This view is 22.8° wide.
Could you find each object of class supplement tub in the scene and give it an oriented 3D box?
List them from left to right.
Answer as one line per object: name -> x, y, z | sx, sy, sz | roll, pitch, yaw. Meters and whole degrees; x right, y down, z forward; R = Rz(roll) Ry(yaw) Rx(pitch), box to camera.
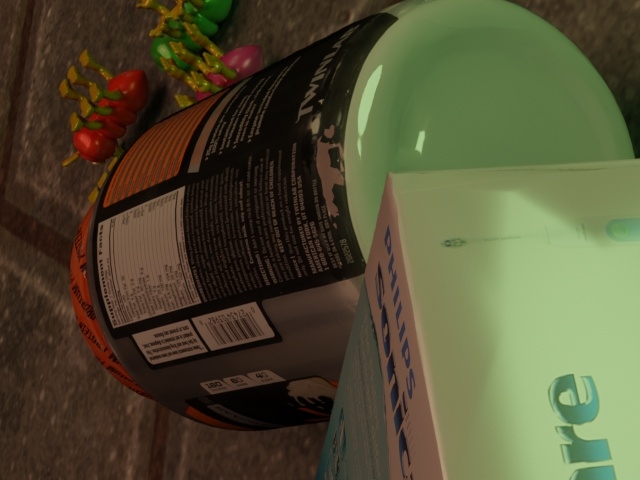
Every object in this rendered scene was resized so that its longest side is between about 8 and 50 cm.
supplement tub -> 0.000, 0.000, 0.847 | 0.316, 0.194, 0.193 | -17, 60, 55

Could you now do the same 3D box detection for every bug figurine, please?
bug figurine -> -0.125, -0.092, 1.223 | 0.216, 0.072, 0.279 | -53, 30, 19

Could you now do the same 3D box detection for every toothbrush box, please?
toothbrush box -> 0.079, 0.136, 0.574 | 0.295, 0.126, 0.216 | 98, 166, -59
